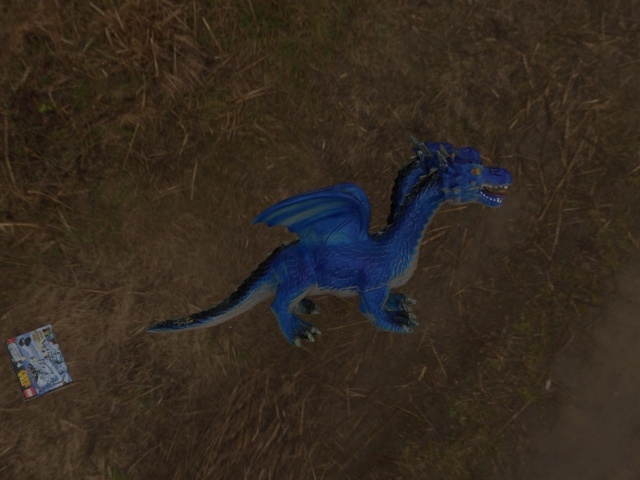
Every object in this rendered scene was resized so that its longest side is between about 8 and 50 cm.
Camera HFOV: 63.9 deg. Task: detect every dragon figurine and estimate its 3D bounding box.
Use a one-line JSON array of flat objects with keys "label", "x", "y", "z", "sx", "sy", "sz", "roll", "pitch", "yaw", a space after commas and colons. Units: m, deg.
[{"label": "dragon figurine", "x": 0.000, "y": 0.000, "z": 0.410, "sx": 0.289, "sy": 0.085, "sz": 0.144, "roll": -7, "pitch": 102, "yaw": 12}]

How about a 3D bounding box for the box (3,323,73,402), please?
[{"label": "box", "x": -0.597, "y": 0.259, "z": 1.087, "sx": 0.094, "sy": 0.027, "sz": 0.137, "roll": -21, "pitch": 74, "yaw": -28}]
